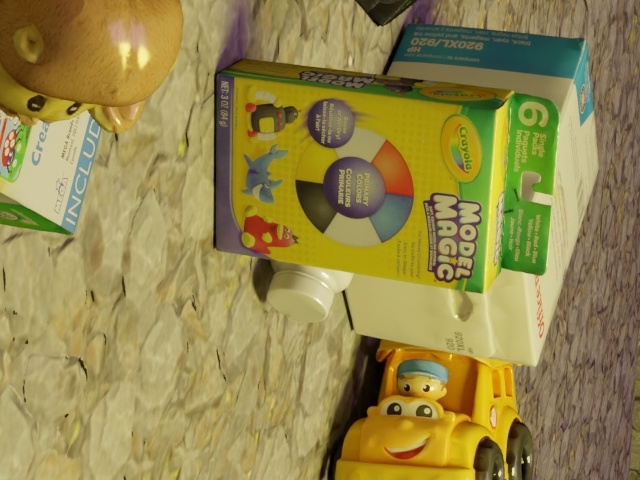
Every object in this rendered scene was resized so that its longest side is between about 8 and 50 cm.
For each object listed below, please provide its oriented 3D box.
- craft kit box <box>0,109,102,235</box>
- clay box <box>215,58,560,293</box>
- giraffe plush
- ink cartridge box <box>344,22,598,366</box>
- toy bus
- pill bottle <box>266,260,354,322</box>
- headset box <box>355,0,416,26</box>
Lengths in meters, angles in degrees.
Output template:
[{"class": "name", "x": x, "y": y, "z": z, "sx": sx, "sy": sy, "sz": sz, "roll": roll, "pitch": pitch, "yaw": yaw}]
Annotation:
[{"class": "craft kit box", "x": -0.153, "y": -0.151, "z": 0.722, "sx": 0.246, "sy": 0.061, "sz": 0.250, "roll": 45, "pitch": 56, "yaw": -70}, {"class": "clay box", "x": 0.041, "y": -0.042, "z": 1.063, "sx": 0.053, "sy": 0.222, "sz": 0.127, "roll": -41, "pitch": 136, "yaw": -61}, {"class": "giraffe plush", "x": -0.098, "y": -0.124, "z": 0.627, "sx": 0.210, "sy": 0.181, "sz": 0.170, "roll": -140, "pitch": -114, "yaw": -73}, {"class": "ink cartridge box", "x": 0.129, "y": -0.042, "z": 1.390, "sx": 0.171, "sy": 0.168, "sz": 0.233, "roll": 75, "pitch": 31, "yaw": -49}, {"class": "toy bus", "x": 0.108, "y": 0.136, "z": 1.460, "sx": 0.220, "sy": 0.149, "sz": 0.211, "roll": 4, "pitch": 89, "yaw": -69}, {"class": "pill bottle", "x": 0.000, "y": 0.000, "z": 1.204, "sx": 0.065, "sy": 0.065, "sz": 0.116, "roll": 69, "pitch": 36, "yaw": -55}, {"class": "headset box", "x": 0.115, "y": -0.299, "z": 1.111, "sx": 0.283, "sy": 0.131, "sz": 0.246, "roll": -42, "pitch": -177, "yaw": 31}]
